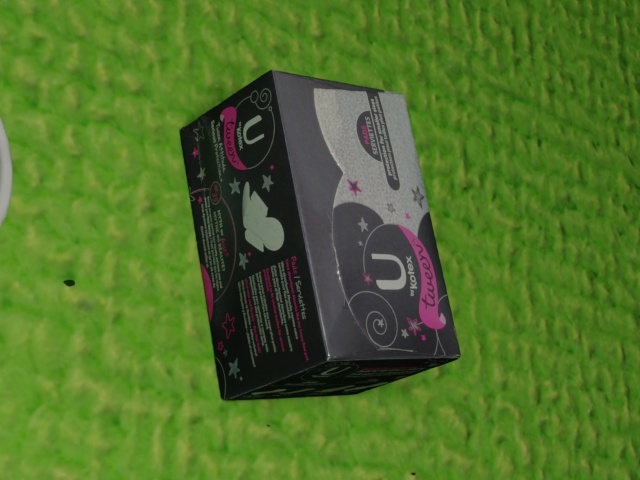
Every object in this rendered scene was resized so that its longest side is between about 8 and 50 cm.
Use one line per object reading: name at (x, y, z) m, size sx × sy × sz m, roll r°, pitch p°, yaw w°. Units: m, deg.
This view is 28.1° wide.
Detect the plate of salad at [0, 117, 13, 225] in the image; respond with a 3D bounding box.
plate of salad at (-0.306, -0.070, 0.910) m, size 0.200 × 0.048 × 0.200 m, roll 30°, pitch 49°, yaw -43°

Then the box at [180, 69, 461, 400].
box at (0.000, 0.000, 1.095) m, size 0.163 × 0.142 × 0.247 m, roll 3°, pitch 71°, yaw -42°
